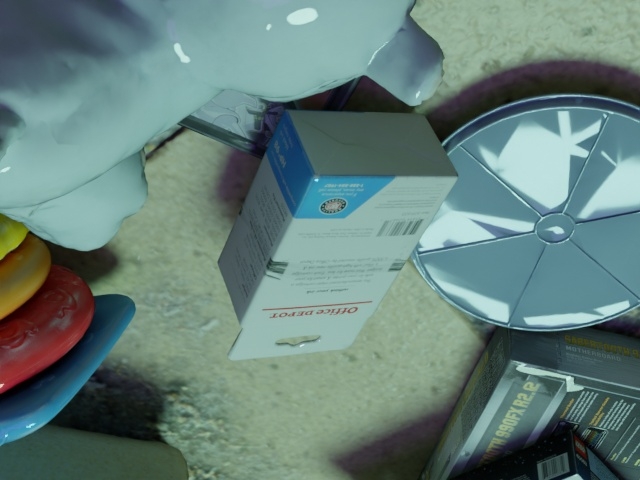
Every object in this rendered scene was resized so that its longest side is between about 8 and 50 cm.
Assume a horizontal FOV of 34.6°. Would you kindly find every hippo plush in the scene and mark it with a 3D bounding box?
[{"bbox_3d":[-0.085,-0.130,0.458,0.237,0.294,0.234,-25,95,2],"label":"hippo plush"}]

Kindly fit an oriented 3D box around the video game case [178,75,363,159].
[{"bbox_3d":[-0.063,-0.185,0.565,0.248,0.035,0.275,22,128,-14],"label":"video game case"}]

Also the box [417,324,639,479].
[{"bbox_3d":[0.198,0.169,0.834,0.183,0.056,0.231,13,130,-5],"label":"box"}]

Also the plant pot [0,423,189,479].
[{"bbox_3d":[-0.267,0.267,0.812,0.306,0.333,0.333,6,132,-16],"label":"plant pot"}]

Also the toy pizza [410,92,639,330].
[{"bbox_3d":[0.157,-0.017,0.694,0.201,0.032,0.201,3,130,3],"label":"toy pizza"}]

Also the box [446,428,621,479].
[{"bbox_3d":[0.147,0.253,0.843,0.233,0.044,0.159,-30,123,27],"label":"box"}]

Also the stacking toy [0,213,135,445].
[{"bbox_3d":[-0.261,-0.021,0.666,0.175,0.165,0.301,-6,116,22],"label":"stacking toy"}]

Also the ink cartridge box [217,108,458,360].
[{"bbox_3d":[0.000,0.000,0.673,0.104,0.060,0.180,-2,140,-30],"label":"ink cartridge box"}]
